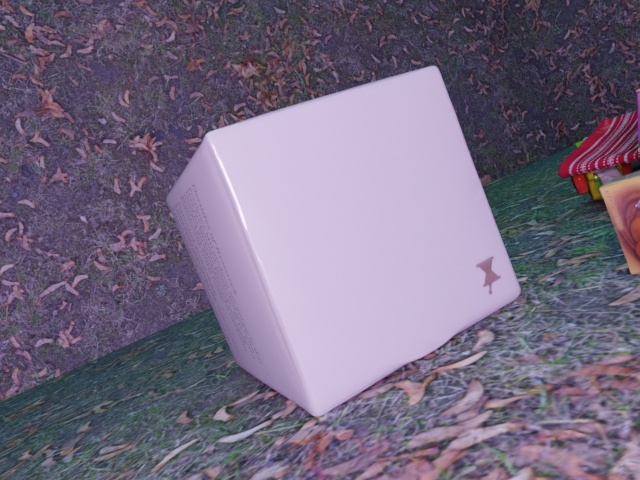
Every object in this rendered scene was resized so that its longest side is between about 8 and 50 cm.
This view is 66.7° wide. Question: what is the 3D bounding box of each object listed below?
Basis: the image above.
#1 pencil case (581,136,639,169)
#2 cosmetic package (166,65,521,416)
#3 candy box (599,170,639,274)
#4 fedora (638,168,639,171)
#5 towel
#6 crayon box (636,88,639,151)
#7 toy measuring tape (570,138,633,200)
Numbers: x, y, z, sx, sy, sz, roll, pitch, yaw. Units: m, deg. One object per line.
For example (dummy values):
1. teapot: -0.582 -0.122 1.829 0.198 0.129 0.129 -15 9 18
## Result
1. pencil case: 0.828 -0.256 1.272 0.273 0.124 0.113 -21 3 11
2. cosmetic package: 0.000 0.000 0.734 0.329 0.328 0.393 -23 4 -24
3. candy box: 0.414 -0.040 0.511 0.186 0.109 0.053 -20 3 41
4. fedora: 0.649 -0.148 0.834 0.194 0.079 0.194 -42 -6 -5
5. towel: 0.591 -0.202 0.890 0.199 0.031 0.275 -42 9 -17
6. crayon box: 0.630 -0.175 0.550 0.312 0.106 0.363 -8 6 -1
7. toy measuring tape: 0.584 -0.110 0.985 0.121 0.121 0.330 -21 26 24
